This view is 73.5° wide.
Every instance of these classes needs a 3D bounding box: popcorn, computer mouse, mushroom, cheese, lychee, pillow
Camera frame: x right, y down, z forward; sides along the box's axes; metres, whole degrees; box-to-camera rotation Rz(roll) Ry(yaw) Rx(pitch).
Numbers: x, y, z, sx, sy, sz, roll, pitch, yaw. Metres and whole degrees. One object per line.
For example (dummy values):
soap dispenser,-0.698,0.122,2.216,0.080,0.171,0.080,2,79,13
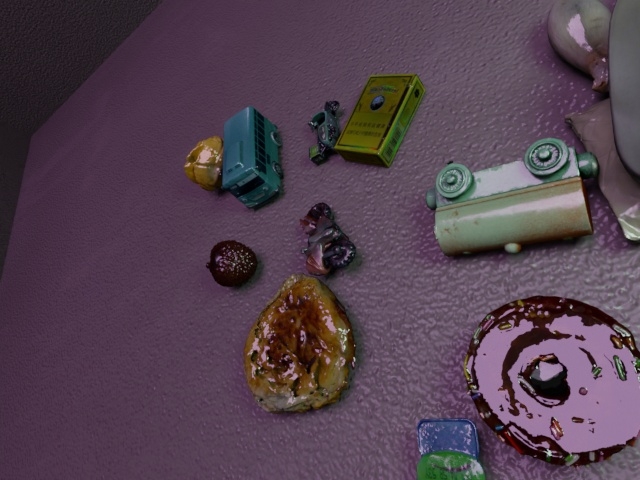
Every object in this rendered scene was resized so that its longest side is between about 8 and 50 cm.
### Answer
popcorn,-0.324,-0.229,1.289,0.167,0.148,0.152,-38,27,1
computer mouse,0.497,-0.221,0.564,0.197,0.095,0.331,-7,84,31
mushroom,0.497,-0.369,0.790,0.116,0.093,0.225,-7,56,10
cheese,0.194,0.423,0.600,0.203,0.083,0.321,-15,61,32
lychee,-0.223,0.060,1.079,0.129,0.123,0.123,15,75,12
pillow,0.560,-0.157,0.642,0.280,0.076,0.274,-20,54,26

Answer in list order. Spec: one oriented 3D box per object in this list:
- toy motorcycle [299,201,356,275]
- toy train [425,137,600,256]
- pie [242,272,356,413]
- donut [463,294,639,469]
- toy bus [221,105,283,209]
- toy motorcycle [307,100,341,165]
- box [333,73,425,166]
toy motorcycle,0.000,0.000,0.969,0.118,0.084,0.212,-42,41,12
toy train,0.325,-0.062,0.746,0.285,0.116,0.177,-12,72,34
pie,-0.056,0.219,0.891,0.308,0.085,0.308,-16,59,29
donut,0.330,0.198,0.615,0.235,0.089,0.235,-17,58,28
toy bus,-0.194,-0.231,1.191,0.128,0.147,0.256,-24,53,26
toy motorcycle,0.012,-0.293,1.131,0.100,0.058,0.173,-22,57,33
box,0.142,-0.293,1.031,0.141,0.064,0.220,19,78,42
